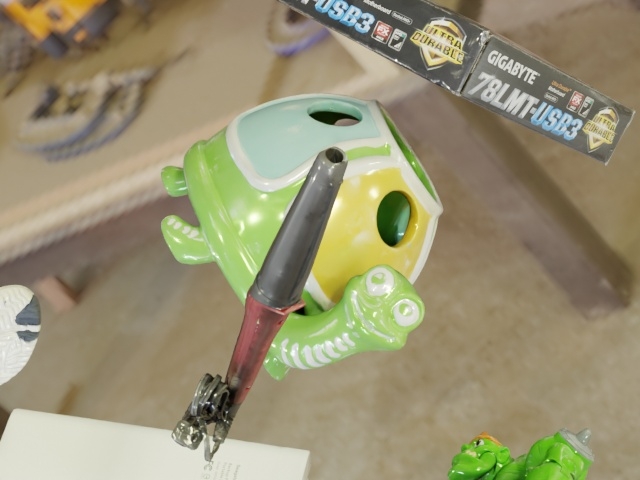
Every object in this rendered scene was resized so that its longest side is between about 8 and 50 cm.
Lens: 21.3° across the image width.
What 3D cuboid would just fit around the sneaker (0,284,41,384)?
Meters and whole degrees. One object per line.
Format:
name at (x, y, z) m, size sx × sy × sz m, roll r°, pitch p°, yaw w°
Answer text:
sneaker at (-0.387, 0.114, 1.879) m, size 0.235 × 0.094 × 0.153 m, roll -59°, pitch 24°, yaw 23°

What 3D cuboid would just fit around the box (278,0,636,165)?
box at (0.117, -0.189, 1.651) m, size 0.293 × 0.295 × 0.073 m, roll 32°, pitch 100°, yaw 37°

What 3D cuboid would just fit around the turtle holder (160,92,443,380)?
turtle holder at (-0.010, -0.017, 1.621) m, size 0.227 × 0.243 × 0.320 m, roll -31°, pitch 7°, yaw 8°

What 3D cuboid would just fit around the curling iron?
curling iron at (-0.032, 0.045, 1.030) m, size 0.274 × 0.035 × 0.068 m, roll -61°, pitch 0°, yaw 42°

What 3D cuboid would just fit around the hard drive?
hard drive at (-0.180, 0.273, 1.652) m, size 0.308 × 0.040 × 0.203 m, roll 7°, pitch 50°, yaw 10°

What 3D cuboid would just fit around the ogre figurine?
ogre figurine at (0.113, 0.188, 1.090) m, size 0.097 × 0.197 × 0.118 m, roll 28°, pitch 49°, yaw 18°
